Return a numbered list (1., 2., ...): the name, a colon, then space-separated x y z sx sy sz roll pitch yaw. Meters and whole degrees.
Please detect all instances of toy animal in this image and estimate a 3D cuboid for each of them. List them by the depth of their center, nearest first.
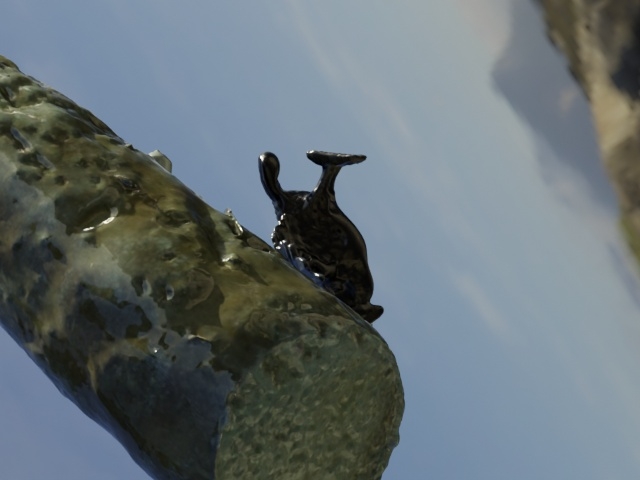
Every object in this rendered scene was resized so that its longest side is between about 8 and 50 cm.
1. toy animal: 0.000 0.000 1.118 0.220 0.062 0.108 -48 -48 -86

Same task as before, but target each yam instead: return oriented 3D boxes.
1. yam: -0.103 0.014 1.012 0.330 0.133 0.133 41 -178 24

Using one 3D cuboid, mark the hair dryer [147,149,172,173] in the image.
1. hair dryer: -0.106 0.000 1.314 0.047 0.082 0.137 123 152 -58
